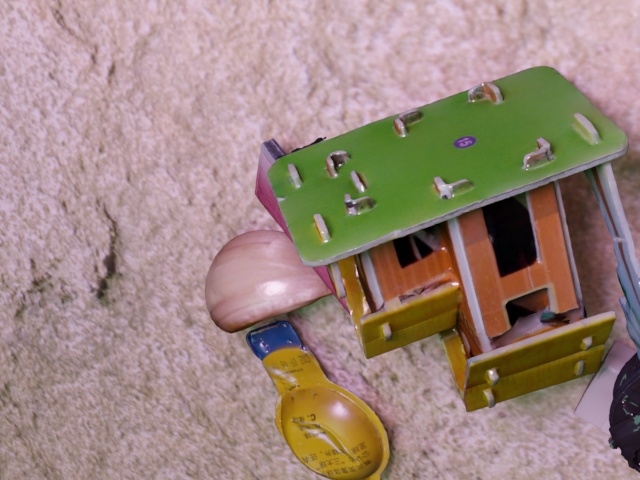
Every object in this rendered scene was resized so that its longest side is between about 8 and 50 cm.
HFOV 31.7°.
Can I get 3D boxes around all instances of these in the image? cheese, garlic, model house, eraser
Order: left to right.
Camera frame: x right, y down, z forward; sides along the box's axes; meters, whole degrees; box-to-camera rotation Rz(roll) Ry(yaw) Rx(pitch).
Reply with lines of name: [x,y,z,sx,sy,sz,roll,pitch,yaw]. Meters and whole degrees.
garlic: [-0.068,0.055,1.379,0.206,0.115,0.128,-12,108,35]
cheese: [-0.004,0.224,1.486,0.177,0.069,0.270,-21,107,41]
model house: [0.160,0.070,1.049,0.300,0.340,0.324,-21,123,-2]
eraser: [0.398,0.204,1.223,0.225,0.052,0.096,29,134,13]

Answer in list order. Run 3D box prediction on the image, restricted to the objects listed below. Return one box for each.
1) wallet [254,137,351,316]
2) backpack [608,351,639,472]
wallet: [0.000,0.000,1.283,0.232,0.025,0.119,52,156,19]
backpack: [0.400,0.148,1.103,0.206,0.133,0.258,46,123,4]
